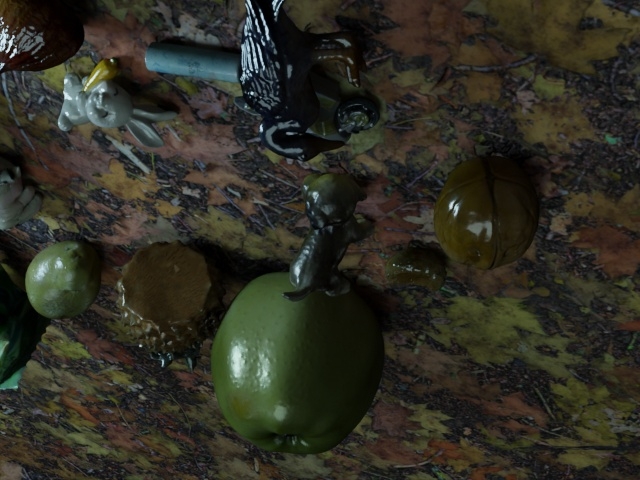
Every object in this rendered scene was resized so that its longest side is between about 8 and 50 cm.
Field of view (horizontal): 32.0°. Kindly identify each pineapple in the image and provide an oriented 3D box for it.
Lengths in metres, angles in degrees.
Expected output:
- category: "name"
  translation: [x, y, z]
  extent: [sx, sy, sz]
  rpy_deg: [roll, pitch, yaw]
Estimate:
- category: "pineapple"
  translation: [-0.293, 0.155, 2.299]
  extent: [0.222, 0.223, 0.357]
  rpy_deg: [14, 154, 9]

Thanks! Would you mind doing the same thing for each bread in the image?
- category: "bread"
  translation: [0.173, 0.046, 2.015]
  extent: [0.113, 0.060, 0.082]
  rpy_deg: [10, 145, 12]

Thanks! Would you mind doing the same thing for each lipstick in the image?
- category: "lipstick"
  translation: [-0.196, -0.282, 1.765]
  extent: [0.157, 0.048, 0.048]
  rpy_deg: [10, 144, 14]

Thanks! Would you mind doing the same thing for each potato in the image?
- category: "potato"
  translation: [-0.536, 0.074, 2.344]
  extent: [0.157, 0.157, 0.194]
  rpy_deg: [29, 143, -12]

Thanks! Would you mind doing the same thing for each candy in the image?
- category: "candy"
  translation: [-0.745, 0.118, 2.414]
  extent: [0.171, 0.263, 0.398]
  rpy_deg: [-6, 139, 19]

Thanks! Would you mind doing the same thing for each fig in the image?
- category: "fig"
  translation: [-0.473, -0.305, 1.740]
  extent: [0.134, 0.201, 0.146]
  rpy_deg: [49, 178, 40]

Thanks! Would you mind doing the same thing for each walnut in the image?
- category: "walnut"
  translation: [0.262, -0.040, 1.765]
  extent: [0.167, 0.167, 0.207]
  rpy_deg: [13, 147, 10]

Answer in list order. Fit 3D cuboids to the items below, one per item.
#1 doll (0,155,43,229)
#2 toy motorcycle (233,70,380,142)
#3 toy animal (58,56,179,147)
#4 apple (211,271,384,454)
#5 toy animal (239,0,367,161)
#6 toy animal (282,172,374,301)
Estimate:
- category: "doll"
  translation: [-0.640, -0.099, 2.208]
  extent: [0.149, 0.095, 0.192]
  rpy_deg: [10, 147, 18]
- category: "toy motorcycle"
  translation: [-0.028, -0.200, 1.766]
  extent: [0.225, 0.073, 0.152]
  rpy_deg: [18, 139, -11]
- category: "toy animal"
  translation: [-0.345, -0.235, 1.893]
  extent: [0.181, 0.131, 0.127]
  rpy_deg: [11, 177, 26]
- category: "apple"
  translation: [-0.048, 0.242, 2.172]
  extent: [0.357, 0.357, 0.357]
  rpy_deg: [14, 145, 10]
- category: "toy animal"
  translation: [-0.035, -0.253, 1.620]
  extent: [0.185, 0.122, 0.298]
  rpy_deg: [-15, 127, 14]
- category: "toy animal"
  translation: [0.008, -0.009, 1.938]
  extent: [0.121, 0.233, 0.168]
  rpy_deg: [21, -172, 18]
